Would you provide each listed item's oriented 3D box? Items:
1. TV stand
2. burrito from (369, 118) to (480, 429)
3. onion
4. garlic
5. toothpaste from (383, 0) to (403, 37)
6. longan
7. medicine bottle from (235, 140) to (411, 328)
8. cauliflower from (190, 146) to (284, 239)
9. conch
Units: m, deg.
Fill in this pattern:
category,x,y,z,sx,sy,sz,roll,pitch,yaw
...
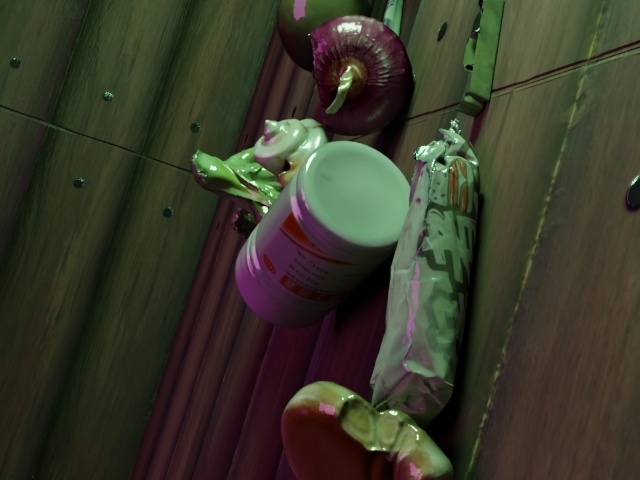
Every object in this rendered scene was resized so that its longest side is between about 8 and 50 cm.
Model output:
category,x,y,z,sx,sy,sz,roll,pitch,yaw
TV stand,0.239,-0.301,1.263,0.042,0.036,0.249,141,145,-64
burrito,0.144,0.021,1.101,0.139,0.101,0.445,111,172,-69
onion,0.075,-0.298,1.539,0.200,0.201,0.207,-44,54,58
garlic,0.052,0.260,1.025,0.110,0.217,0.228,-42,-22,-40
toothpaste,0.144,-0.437,1.735,0.062,0.039,0.239,120,164,-56
longan,0.008,-0.496,1.933,0.248,0.248,0.248,-161,90,-74
medicine bottle,0.000,0.000,1.420,0.316,0.202,0.202,130,153,-53
cauliflower,-0.099,-0.097,1.750,0.260,0.281,0.327,82,-158,-56
conch,-0.007,-0.138,1.554,0.127,0.255,0.158,-51,34,10
